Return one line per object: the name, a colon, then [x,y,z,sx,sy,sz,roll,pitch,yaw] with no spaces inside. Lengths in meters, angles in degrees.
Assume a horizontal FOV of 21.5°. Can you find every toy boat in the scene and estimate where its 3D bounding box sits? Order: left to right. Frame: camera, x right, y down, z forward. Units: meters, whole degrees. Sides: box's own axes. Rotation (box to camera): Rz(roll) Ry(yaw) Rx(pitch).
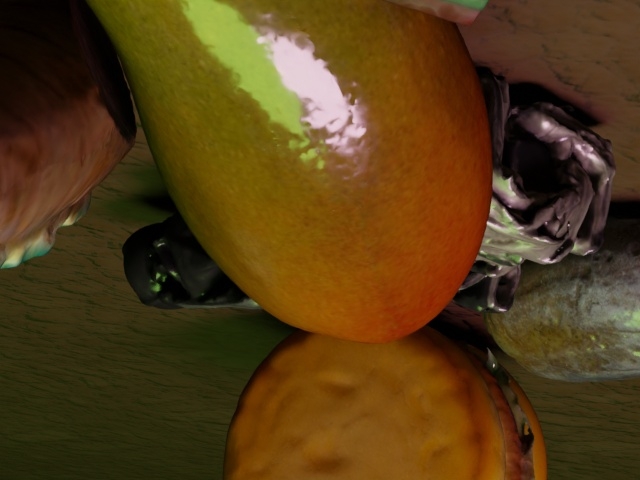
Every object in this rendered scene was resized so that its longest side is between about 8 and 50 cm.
toy boat: [-0.123,-0.046,0.639,0.099,0.108,0.293,-21,-163,8]

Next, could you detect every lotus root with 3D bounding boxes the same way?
lotus root: [0.180,0.032,0.970,0.113,0.088,0.192,28,154,-35]

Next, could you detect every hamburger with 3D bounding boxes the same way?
hamburger: [0.053,0.175,1.252,0.246,0.246,0.170,-5,162,34]

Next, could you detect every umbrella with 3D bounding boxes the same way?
umbrella: [0.004,0.004,0.915,0.113,0.106,0.357,15,162,-36]

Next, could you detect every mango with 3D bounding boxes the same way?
mango: [-0.009,-0.059,0.658,0.146,0.129,0.289,41,171,27]

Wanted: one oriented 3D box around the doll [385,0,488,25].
doll: [0.049,-0.138,0.427,0.134,0.106,0.186,-1,146,8]
